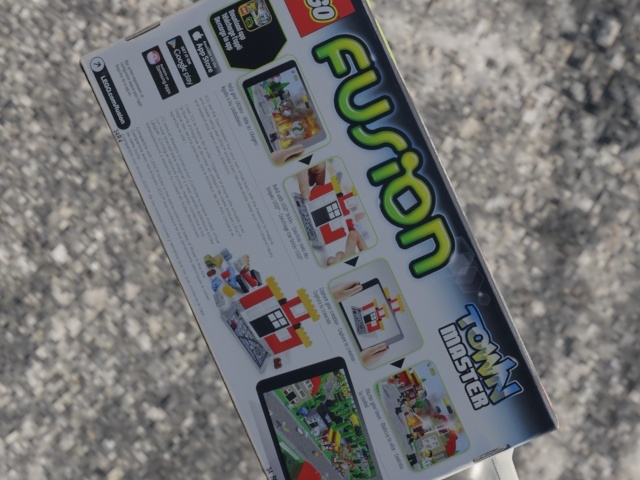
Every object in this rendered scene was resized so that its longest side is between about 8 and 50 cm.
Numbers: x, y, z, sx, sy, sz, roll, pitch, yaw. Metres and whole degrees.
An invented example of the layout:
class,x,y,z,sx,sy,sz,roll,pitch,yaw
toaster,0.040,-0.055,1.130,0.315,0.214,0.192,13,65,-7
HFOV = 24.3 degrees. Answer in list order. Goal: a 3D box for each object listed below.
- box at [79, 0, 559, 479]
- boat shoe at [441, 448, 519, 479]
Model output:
class,x,y,z,sx,sy,sz,roll,pitch,yaw
box,0.000,0.000,0.585,0.114,0.207,0.036,-24,179,7
boat shoe,0.066,0.160,0.747,0.095,0.112,0.335,-29,119,-7
